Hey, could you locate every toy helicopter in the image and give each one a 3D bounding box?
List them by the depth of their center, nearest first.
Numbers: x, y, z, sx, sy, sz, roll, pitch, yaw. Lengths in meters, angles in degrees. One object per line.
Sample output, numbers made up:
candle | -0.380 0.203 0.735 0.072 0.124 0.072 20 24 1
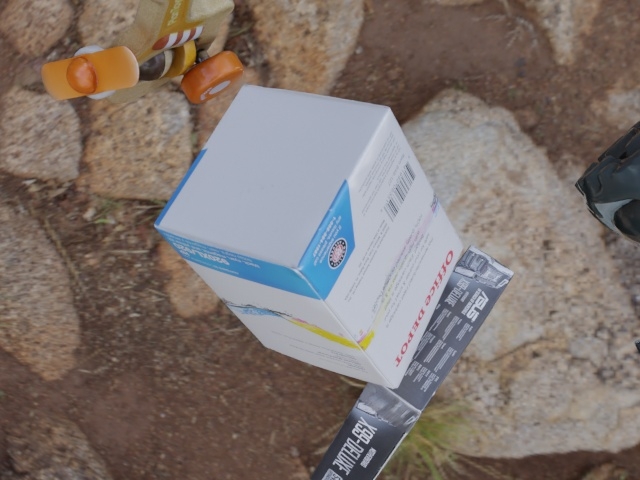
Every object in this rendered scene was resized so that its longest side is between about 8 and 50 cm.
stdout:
toy helicopter | -0.199 -0.244 1.133 0.235 0.355 0.140 -30 86 -19

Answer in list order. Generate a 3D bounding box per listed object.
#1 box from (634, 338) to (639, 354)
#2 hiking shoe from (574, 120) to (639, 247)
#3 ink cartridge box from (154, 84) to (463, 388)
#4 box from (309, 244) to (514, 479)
box | 0.606 0.249 1.451 0.257 0.079 0.322 -16 80 -52
hiking shoe | 0.220 -0.015 0.483 0.132 0.113 0.304 51 21 18
ink cartridge box | 0.000 0.000 0.925 0.171 0.168 0.233 -61 143 -21
box | 0.124 0.178 1.314 0.076 0.242 0.307 34 43 10
